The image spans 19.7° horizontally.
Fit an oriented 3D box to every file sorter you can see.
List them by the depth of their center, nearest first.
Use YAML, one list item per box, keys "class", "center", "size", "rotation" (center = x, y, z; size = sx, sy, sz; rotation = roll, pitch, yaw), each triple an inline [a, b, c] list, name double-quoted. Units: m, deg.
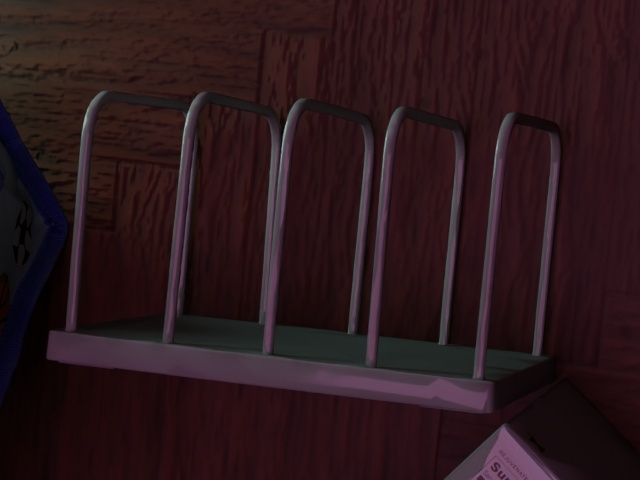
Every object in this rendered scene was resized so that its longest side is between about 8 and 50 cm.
- class: "file sorter"
  center: [0.000, 0.000, 1.161]
  size: [0.277, 0.193, 0.173]
  rotation: [5, 92, 18]

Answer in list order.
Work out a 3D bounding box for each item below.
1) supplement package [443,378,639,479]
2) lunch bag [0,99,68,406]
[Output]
- class: "supplement package"
  center: [0.108, 0.254, 1.132]
  size: [0.263, 0.199, 0.198]
  rotation: [-46, 80, 15]
- class: "lunch bag"
  center: [-0.384, 0.066, 1.174]
  size: [0.327, 0.239, 0.385]
  rotation: [-4, 48, 21]
